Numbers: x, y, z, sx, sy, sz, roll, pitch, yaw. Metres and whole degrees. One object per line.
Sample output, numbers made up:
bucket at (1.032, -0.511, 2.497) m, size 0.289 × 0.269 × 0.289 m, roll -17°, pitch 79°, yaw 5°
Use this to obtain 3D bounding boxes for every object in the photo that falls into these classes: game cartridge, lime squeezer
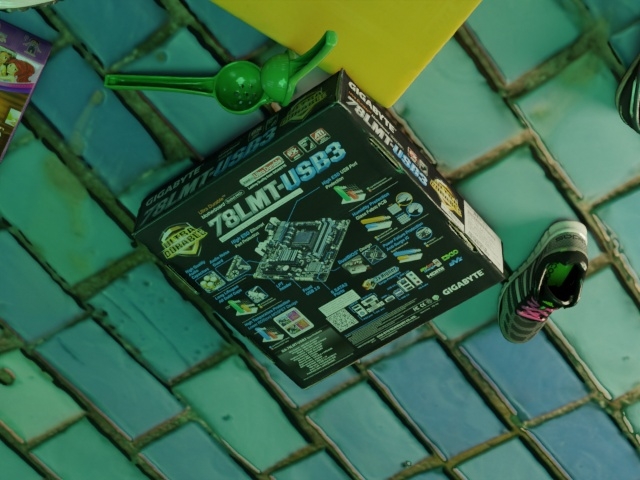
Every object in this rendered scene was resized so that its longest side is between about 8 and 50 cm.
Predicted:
game cartridge at (0.017, -0.310, 1.195) m, size 0.323 × 0.053 × 0.285 m, roll 29°, pitch 124°, yaw -20°
lime squeezer at (-0.071, -0.170, 1.257) m, size 0.310 × 0.059 × 0.110 m, roll -3°, pitch 152°, yaw 41°

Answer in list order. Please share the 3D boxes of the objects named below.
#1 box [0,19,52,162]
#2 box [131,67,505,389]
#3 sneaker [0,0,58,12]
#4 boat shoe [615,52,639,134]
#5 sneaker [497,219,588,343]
box at (-0.451, -0.175, 1.293) m, size 0.293 × 0.057 × 0.201 m, roll 24°, pitch 120°, yaw -14°
box at (0.000, 0.000, 1.373) m, size 0.295 × 0.073 × 0.293 m, roll -32°, pitch 119°, yaw 26°
sneaker at (-0.353, -0.291, 1.194) m, size 0.271 × 0.100 × 0.108 m, roll 15°, pitch 117°, yaw -9°
boat shoe at (0.360, -0.196, 1.262) m, size 0.075 × 0.065 × 0.206 m, roll 14°, pitch 122°, yaw -8°
sneaker at (0.252, 0.060, 1.425) m, size 0.063 × 0.075 × 0.170 m, roll 21°, pitch 121°, yaw -12°
